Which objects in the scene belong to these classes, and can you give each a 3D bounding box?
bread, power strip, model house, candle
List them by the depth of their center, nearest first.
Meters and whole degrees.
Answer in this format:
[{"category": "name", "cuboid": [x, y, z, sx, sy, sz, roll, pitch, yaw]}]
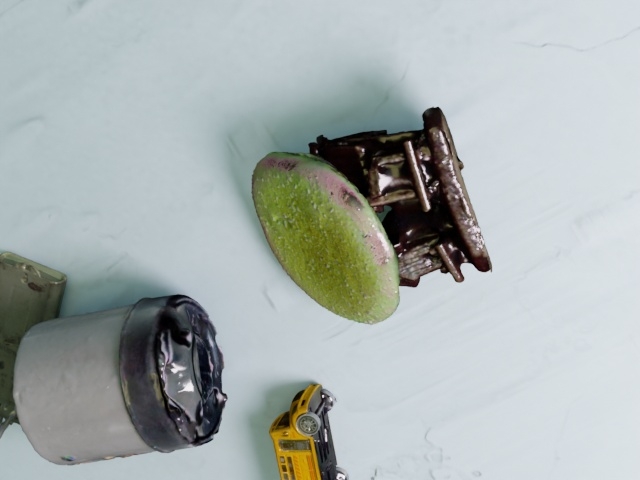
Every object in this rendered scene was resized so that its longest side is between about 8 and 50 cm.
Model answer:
[{"category": "model house", "cuboid": [0.084, -0.037, 1.340, 0.164, 0.141, 0.203, -17, 106, 10]}, {"category": "bread", "cuboid": [0.000, 0.000, 1.363, 0.228, 0.033, 0.228, 39, 151, 27]}, {"category": "candle", "cuboid": [-0.278, 0.179, 1.491, 0.330, 0.187, 0.187, -12, 105, 20]}, {"category": "power strip", "cuboid": [-0.392, 0.142, 1.590, 0.092, 0.034, 0.268, 20, 113, 8]}]

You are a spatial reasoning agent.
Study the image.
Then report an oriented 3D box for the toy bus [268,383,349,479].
[{"category": "toy bus", "cuboid": [-0.016, 0.257, 1.506, 0.074, 0.069, 0.162, -4, 108, 19]}]
